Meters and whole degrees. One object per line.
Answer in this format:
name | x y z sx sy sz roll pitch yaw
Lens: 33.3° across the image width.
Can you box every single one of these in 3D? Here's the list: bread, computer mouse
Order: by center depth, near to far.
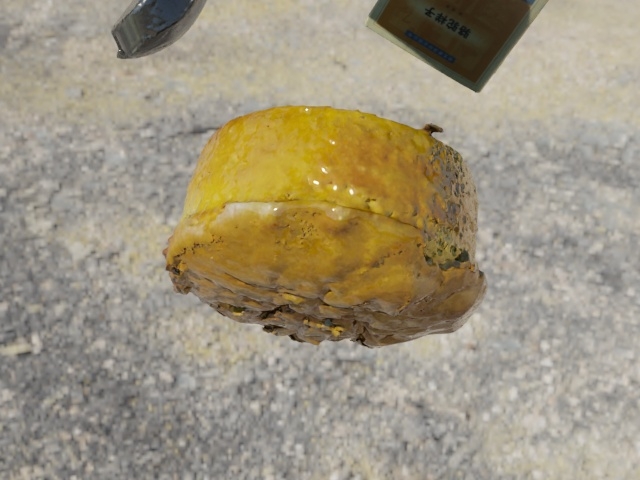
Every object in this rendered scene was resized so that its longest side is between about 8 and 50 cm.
bread | 0.000 0.000 1.298 0.398 0.398 0.215 7 70 9
computer mouse | -0.197 -0.377 1.564 0.087 0.295 0.168 37 -4 -18

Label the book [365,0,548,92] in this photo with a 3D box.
book | 0.173 -0.295 1.237 0.170 0.241 0.018 30 46 -3
